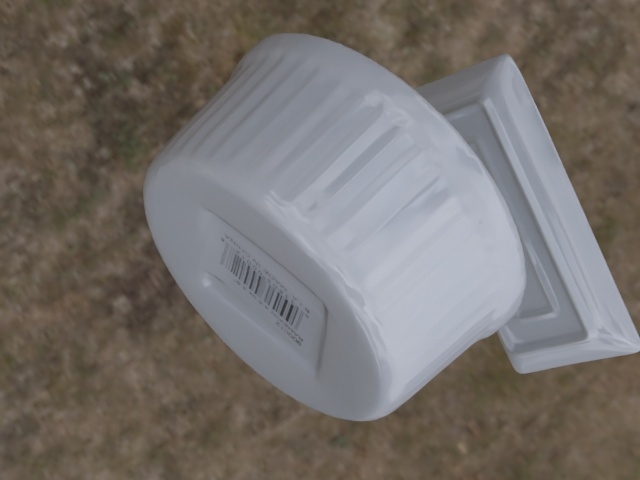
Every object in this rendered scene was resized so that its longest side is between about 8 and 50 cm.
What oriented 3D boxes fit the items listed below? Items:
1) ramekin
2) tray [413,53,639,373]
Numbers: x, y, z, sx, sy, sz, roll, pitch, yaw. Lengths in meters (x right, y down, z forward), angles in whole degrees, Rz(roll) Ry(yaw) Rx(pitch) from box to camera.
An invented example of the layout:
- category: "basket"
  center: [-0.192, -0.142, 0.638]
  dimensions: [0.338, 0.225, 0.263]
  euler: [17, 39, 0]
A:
- category: "ramekin"
  center: [0.000, 0.000, 1.201]
  dimensions: [0.135, 0.277, 0.277]
  euler: [-44, 140, -26]
- category: "tray"
  center: [0.156, -0.012, 1.389]
  dimensions: [0.030, 0.145, 0.270]
  euler: [-31, 99, -40]
